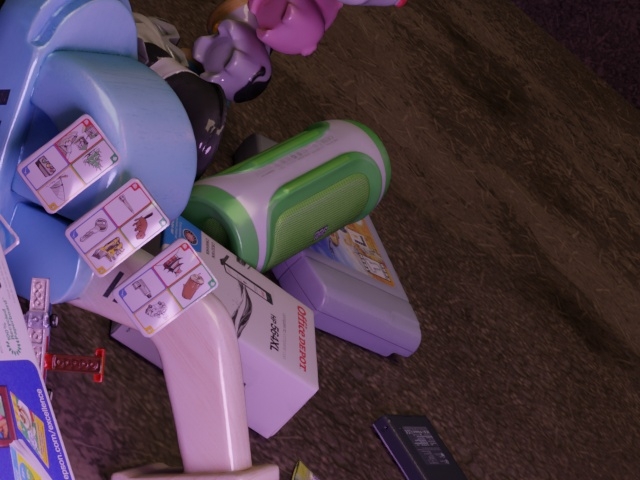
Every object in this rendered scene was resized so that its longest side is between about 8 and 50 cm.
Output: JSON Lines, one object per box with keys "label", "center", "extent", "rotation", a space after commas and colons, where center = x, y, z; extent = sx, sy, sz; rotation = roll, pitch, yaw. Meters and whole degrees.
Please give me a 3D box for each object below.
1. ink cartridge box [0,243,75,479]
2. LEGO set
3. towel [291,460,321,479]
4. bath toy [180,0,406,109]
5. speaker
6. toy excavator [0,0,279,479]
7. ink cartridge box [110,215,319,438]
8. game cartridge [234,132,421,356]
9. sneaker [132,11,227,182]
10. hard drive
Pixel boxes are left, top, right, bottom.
{"label": "ink cartridge box", "center": [-0.323, 0.102, 1.424], "extent": [0.307, 0.072, 0.303], "rotation": [2, 66, -57]}
{"label": "LEGO set", "center": [-0.231, 0.040, 1.618], "extent": [0.182, 0.244, 0.060], "rotation": [52, 2, 2]}
{"label": "towel", "center": [0.005, 0.259, 1.935], "extent": [0.083, 0.009, 0.060], "rotation": [40, 23, -12]}
{"label": "bath toy", "center": [-0.036, -0.260, 2.319], "extent": [0.129, 0.348, 0.151], "rotation": [24, 46, -43]}
{"label": "speaker", "center": [-0.043, -0.043, 2.138], "extent": [0.131, 0.131, 0.296], "rotation": [49, 39, 9]}
{"label": "toy excavator", "center": [-0.197, -0.002, 1.701], "extent": [0.445, 0.433, 0.222], "rotation": [23, 11, 23]}
{"label": "ink cartridge box", "center": [-0.103, 0.082, 1.951], "extent": [0.203, 0.086, 0.148], "rotation": [35, 25, -22]}
{"label": "game cartridge", "center": [0.000, 0.000, 2.321], "extent": [0.198, 0.062, 0.297], "rotation": [29, 27, -43]}
{"label": "sneaker", "center": [-0.211, -0.170, 2.163], "extent": [0.146, 0.122, 0.330], "rotation": [19, 18, -32]}
{"label": "hard drive", "center": [0.122, 0.251, 2.136], "extent": [0.094, 0.022, 0.135], "rotation": [10, 41, -55]}
